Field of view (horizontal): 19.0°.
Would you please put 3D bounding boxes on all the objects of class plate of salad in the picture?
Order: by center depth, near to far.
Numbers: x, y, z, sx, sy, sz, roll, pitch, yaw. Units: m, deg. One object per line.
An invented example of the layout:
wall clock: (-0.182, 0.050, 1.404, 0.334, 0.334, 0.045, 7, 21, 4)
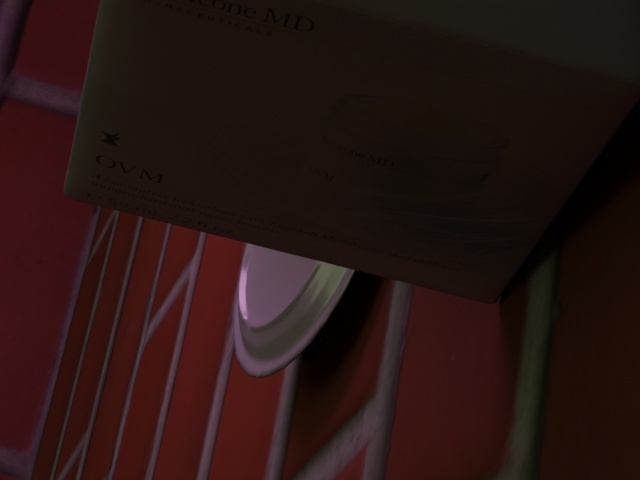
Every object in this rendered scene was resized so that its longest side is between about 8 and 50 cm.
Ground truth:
plate of salad: (0.000, 0.000, 1.262, 0.200, 0.048, 0.200, -49, 27, 37)

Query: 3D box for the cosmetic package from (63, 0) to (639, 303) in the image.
cosmetic package: (0.014, -0.096, 0.871, 0.224, 0.224, 0.138, 114, 168, -60)
